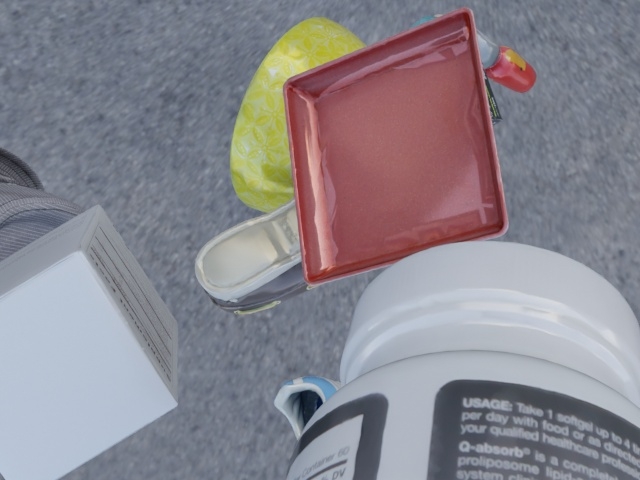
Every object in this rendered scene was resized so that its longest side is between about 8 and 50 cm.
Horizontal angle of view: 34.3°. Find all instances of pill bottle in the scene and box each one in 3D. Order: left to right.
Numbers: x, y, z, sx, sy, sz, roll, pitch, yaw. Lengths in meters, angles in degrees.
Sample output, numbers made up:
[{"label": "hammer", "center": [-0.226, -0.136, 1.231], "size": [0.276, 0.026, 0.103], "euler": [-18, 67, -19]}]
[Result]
[{"label": "pill bottle", "center": [0.056, 0.142, 0.376], "size": [0.162, 0.278, 0.162], "euler": [7, 135, 7]}]

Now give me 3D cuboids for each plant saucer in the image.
[{"label": "plant saucer", "center": [0.084, -0.096, 1.163], "size": [0.259, 0.048, 0.258], "euler": [-16, 72, 32]}]

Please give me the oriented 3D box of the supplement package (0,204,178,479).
[{"label": "supplement package", "center": [-0.156, 0.058, 0.636], "size": [0.105, 0.179, 0.105], "euler": [-30, 103, -1]}]

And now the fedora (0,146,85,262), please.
[{"label": "fedora", "center": [-0.272, 0.031, 0.937], "size": [0.124, 0.275, 0.243], "euler": [1, 75, 24]}]

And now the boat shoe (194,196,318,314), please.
[{"label": "boat shoe", "center": [0.000, 0.000, 1.342], "size": [0.324, 0.116, 0.096], "euler": [-25, 151, -4]}]

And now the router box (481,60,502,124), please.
[{"label": "router box", "center": [0.180, -0.181, 1.417], "size": [0.122, 0.038, 0.092], "euler": [-28, 74, 45]}]

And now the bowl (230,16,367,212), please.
[{"label": "bowl", "center": [0.021, -0.149, 1.445], "size": [0.156, 0.289, 0.289], "euler": [25, 113, 22]}]

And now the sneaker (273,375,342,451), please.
[{"label": "sneaker", "center": [0.025, 0.227, 1.000], "size": [0.086, 0.237, 0.085], "euler": [4, 125, -35]}]

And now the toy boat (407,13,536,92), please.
[{"label": "toy boat", "center": [0.194, -0.270, 1.695], "size": [0.148, 0.318, 0.267], "euler": [24, 72, -33]}]
